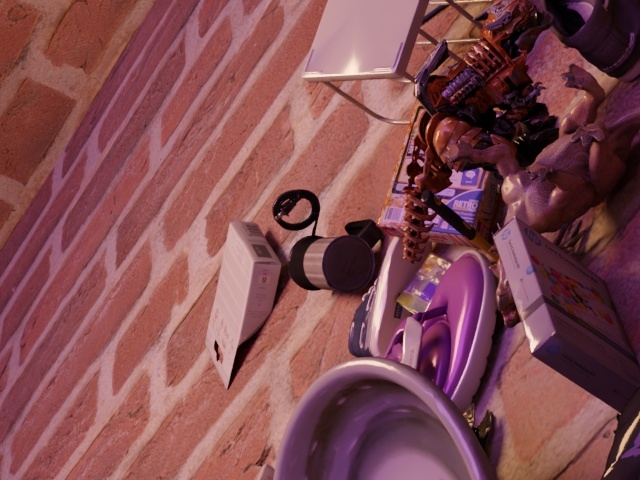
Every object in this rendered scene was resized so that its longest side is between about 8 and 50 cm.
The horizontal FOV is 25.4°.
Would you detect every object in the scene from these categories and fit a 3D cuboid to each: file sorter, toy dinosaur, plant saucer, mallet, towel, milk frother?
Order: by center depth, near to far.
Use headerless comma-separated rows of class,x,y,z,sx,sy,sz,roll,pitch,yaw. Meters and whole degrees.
plant saucer,0.092,0.322,1.516,0.400,0.100,0.400,1,91,54
toy dinosaur,0.274,-0.061,1.565,0.295,0.200,0.127,-36,45,3
mallet,0.177,0.005,1.623,0.039,0.189,0.062,-22,53,37
toy dinosaur,0.187,-0.127,1.680,0.322,0.218,0.164,-52,28,33
towel,0.138,0.057,1.834,0.083,0.009,0.060,-53,42,-3
file sorter,0.134,-0.320,1.995,0.193,0.173,0.278,5,72,48
milk frother,0.000,0.000,2.053,0.129,0.143,0.135,-63,20,-11

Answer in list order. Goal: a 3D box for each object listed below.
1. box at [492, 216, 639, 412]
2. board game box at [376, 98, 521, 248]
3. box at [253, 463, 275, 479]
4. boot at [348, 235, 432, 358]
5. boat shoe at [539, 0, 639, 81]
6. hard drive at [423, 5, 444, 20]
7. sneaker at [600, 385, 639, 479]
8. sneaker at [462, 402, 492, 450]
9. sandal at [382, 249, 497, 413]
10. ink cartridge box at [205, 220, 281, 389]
box,0.253,0.075,1.440,0.038,0.145,0.186,-44,30,23
board game box,0.168,-0.093,1.829,0.146,0.045,0.193,9,75,36
box,-0.082,0.413,1.845,0.203,0.114,0.103,-59,1,17
boot,0.086,0.068,1.896,0.086,0.069,0.190,-2,67,58
boat shoe,0.316,-0.311,1.732,0.112,0.095,0.335,-54,26,26
hard drive,0.130,-0.416,2.296,0.318,0.040,0.210,-29,43,54
sneaker,0.306,0.208,1.283,0.286,0.109,0.130,-57,17,-2
sneaker,0.139,0.270,1.627,0.170,0.051,0.089,-51,25,25
sandal,0.095,0.197,1.716,0.416,0.102,0.169,-66,23,0
ink cartridge box,-0.131,0.106,2.378,0.189,0.066,0.232,-126,42,-63
